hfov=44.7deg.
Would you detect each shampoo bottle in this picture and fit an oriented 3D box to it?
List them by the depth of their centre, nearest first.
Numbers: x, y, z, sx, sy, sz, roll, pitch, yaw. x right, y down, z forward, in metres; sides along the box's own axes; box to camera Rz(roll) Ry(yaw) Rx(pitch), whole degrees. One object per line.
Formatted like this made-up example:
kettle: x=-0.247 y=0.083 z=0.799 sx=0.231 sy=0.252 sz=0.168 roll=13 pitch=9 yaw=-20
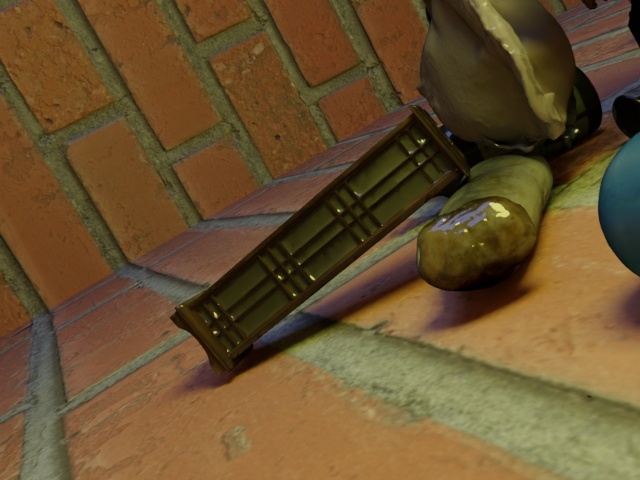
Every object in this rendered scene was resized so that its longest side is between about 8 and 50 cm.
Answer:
shampoo bottle: x=0.209 y=-0.118 z=0.982 sx=0.284 sy=0.101 sz=0.101 roll=-29 pitch=10 yaw=-1

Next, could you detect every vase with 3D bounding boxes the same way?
vase: x=0.398 y=-0.169 z=0.844 sx=0.167 sy=0.059 sz=0.059 roll=-31 pitch=10 yaw=-13

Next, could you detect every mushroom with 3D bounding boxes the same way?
mushroom: x=0.163 y=-0.025 z=0.728 sx=0.100 sy=0.081 sz=0.312 roll=-12 pitch=12 yaw=22

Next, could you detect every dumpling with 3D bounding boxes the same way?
dumpling: x=0.196 y=-0.214 z=0.856 sx=0.164 sy=0.204 sz=0.293 roll=-12 pitch=28 yaw=-7

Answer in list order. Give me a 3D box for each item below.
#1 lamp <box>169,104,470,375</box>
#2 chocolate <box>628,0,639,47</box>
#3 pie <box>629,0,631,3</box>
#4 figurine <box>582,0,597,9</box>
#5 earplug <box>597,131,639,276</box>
lamp: x=0.000 y=0.000 z=0.785 sx=0.325 sy=0.089 sz=0.090 roll=-40 pitch=0 yaw=12
chocolate: x=0.487 y=-0.278 z=0.952 sx=0.156 sy=0.156 sz=0.133 roll=-31 pitch=26 yaw=-15
pie: x=0.646 y=-0.504 z=1.290 sx=0.340 sy=0.083 sz=0.339 roll=-6 pitch=-30 yaw=-4
figurine: x=0.357 y=-0.375 z=0.801 sx=0.387 sy=0.268 sz=0.400 roll=11 pitch=64 yaw=29
earplug: x=0.257 y=-0.032 z=0.386 sx=0.132 sy=0.132 sz=0.273 roll=-34 pitch=8 yaw=-26
